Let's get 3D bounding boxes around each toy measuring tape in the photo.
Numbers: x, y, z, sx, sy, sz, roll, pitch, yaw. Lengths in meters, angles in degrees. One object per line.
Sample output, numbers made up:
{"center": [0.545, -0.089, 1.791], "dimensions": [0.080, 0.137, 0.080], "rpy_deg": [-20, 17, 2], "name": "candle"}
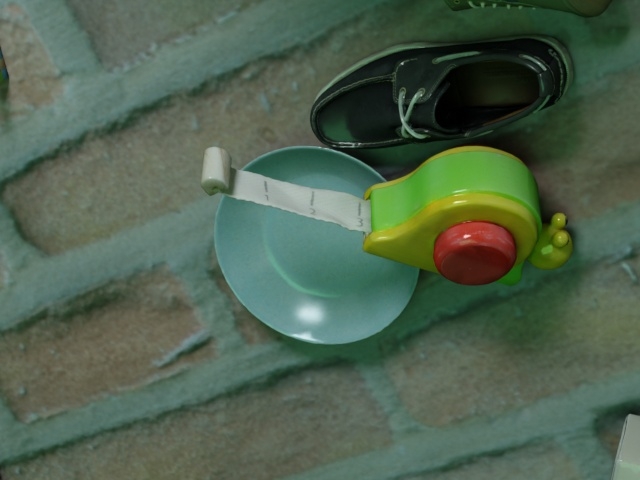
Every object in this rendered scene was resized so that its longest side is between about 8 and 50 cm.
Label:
{"center": [0.072, -0.041, 1.275], "dimensions": [0.330, 0.121, 0.121], "rpy_deg": [16, 120, -19], "name": "toy measuring tape"}

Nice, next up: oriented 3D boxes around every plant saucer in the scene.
{"center": [0.000, 0.000, 1.401], "dimensions": [0.195, 0.037, 0.195], "rpy_deg": [7, 115, 15], "name": "plant saucer"}

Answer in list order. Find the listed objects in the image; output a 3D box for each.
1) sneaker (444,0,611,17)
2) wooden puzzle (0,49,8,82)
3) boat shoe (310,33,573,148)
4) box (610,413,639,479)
{"center": [0.137, -0.218, 1.250], "dimensions": [0.192, 0.064, 0.086], "rpy_deg": [32, 126, 3], "name": "sneaker"}
{"center": [-0.307, -0.165, 1.424], "dimensions": [0.006, 0.049, 0.083], "rpy_deg": [-4, 112, 21], "name": "wooden puzzle"}
{"center": [0.091, -0.120, 1.296], "dimensions": [0.233, 0.079, 0.084], "rpy_deg": [-9, 111, 25], "name": "boat shoe"}
{"center": [0.389, 0.245, 1.347], "dimensions": [0.275, 0.094, 0.113], "rpy_deg": [13, 116, 13], "name": "box"}
